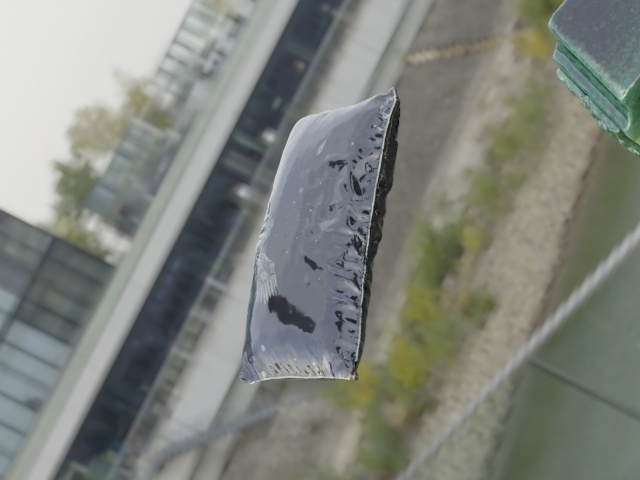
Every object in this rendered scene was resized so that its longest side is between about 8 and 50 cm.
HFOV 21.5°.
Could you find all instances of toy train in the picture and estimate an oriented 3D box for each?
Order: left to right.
[{"bbox_3d":[0.348,-0.173,1.481,0.238,0.299,0.167,-49,45,14],"label":"toy train"}]

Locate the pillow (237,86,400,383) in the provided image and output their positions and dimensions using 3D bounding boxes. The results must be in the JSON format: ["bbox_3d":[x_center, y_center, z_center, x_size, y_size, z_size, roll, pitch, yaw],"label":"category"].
[{"bbox_3d":[0.000,0.000,1.192,0.141,0.055,0.208,-12,63,56],"label":"pillow"}]
